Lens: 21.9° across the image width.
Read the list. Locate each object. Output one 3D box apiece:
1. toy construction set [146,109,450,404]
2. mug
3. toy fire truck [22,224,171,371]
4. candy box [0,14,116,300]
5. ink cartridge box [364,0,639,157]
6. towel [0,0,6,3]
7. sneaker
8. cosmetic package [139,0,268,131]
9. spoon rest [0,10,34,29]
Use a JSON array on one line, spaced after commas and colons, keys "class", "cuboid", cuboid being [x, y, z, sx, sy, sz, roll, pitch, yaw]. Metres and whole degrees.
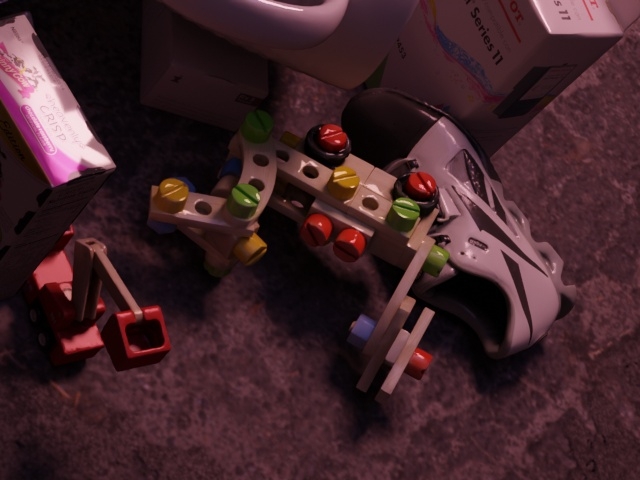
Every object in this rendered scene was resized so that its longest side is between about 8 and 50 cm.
[{"class": "toy construction set", "cuboid": [0.000, 0.000, 1.627, 0.328, 0.151, 0.215, 39, 46, -7]}, {"class": "mug", "cuboid": [-0.069, -0.304, 1.570, 0.328, 0.276, 0.374, 22, 36, -14]}, {"class": "toy fire truck", "cuboid": [-0.211, 0.043, 1.464, 0.047, 0.135, 0.192, -11, 68, -39]}, {"class": "candy box", "cuboid": [-0.284, -0.059, 1.415, 0.071, 0.233, 0.159, -22, 74, -42]}, {"class": "ink cartridge box", "cuboid": [0.189, -0.247, 1.782, 0.119, 0.353, 0.207, -5, 64, -37]}, {"class": "towel", "cuboid": [-0.384, -0.244, 1.527, 0.209, 0.034, 0.285, 16, 36, 28]}, {"class": "sneaker", "cuboid": [0.126, -0.018, 1.746, 0.330, 0.122, 0.146, 48, 44, 3]}, {"class": "cosmetic package", "cuboid": [-0.124, -0.240, 1.752, 0.117, 0.085, 0.231, 16, 55, -25]}, {"class": "spoon rest", "cuboid": [-0.356, -0.141, 1.510, 0.276, 0.137, 0.084, -34, 110, -54]}]
